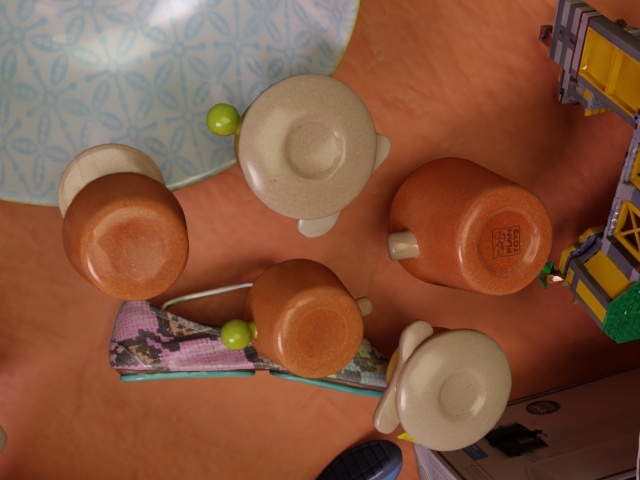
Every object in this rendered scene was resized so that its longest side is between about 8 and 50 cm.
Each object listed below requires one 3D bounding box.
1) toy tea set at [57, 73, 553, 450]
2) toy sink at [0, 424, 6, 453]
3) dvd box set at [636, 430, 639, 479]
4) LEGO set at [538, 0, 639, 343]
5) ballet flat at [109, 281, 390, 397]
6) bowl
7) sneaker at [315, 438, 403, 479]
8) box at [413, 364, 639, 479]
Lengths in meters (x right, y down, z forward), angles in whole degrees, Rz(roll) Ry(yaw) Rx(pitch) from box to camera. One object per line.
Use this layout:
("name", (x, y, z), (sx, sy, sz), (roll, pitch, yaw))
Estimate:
("toy tea set", (0.000, 0.000, 0.537), (0.336, 0.124, 0.200), (25, 92, -22))
("toy sink", (-0.331, 0.140, 0.437), (0.234, 0.152, 0.131), (-16, 116, 13))
("dvd box set", (0.395, 0.054, 0.503), (0.421, 0.062, 0.307), (-3, 101, -19))
("LEGO set", (0.303, -0.083, 0.610), (0.332, 0.192, 0.254), (-17, 131, -7))
("ballet flat", (-0.039, 0.071, 0.584), (0.222, 0.077, 0.079), (6, 83, -12))
("bowl", (-0.136, -0.167, 0.463), (0.290, 0.289, 0.156), (-16, 58, -10))
("sneaker", (0.018, 0.217, 0.626), (0.059, 0.053, 0.144), (42, 96, -14))
("box", (0.235, 0.173, 0.609), (0.290, 0.169, 0.087), (-13, 99, -9))
